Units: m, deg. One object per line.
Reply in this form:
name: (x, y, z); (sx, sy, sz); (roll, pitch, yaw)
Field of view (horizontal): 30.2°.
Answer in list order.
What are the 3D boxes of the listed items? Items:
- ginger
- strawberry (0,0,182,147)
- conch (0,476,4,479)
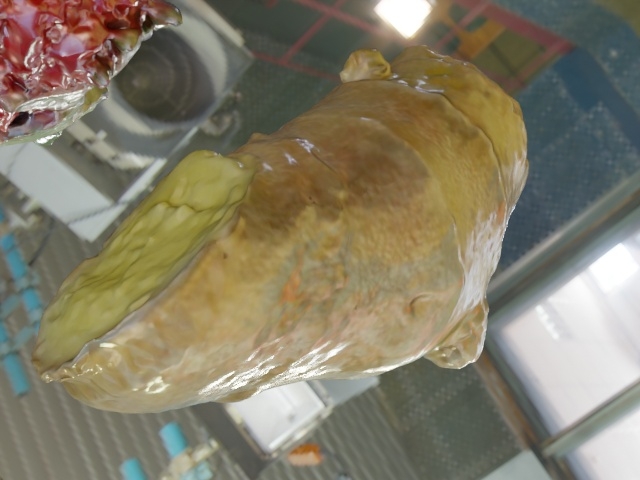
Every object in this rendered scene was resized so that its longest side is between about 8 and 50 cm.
ginger: (0.000, 0.000, 0.631); (0.354, 0.126, 0.190); (-20, -86, -41)
strawberry: (-0.261, -0.180, 0.758); (0.306, 0.233, 0.138); (43, -129, -16)
conch: (-0.285, 0.192, 0.642); (0.210, 0.291, 0.159); (21, -125, -28)
